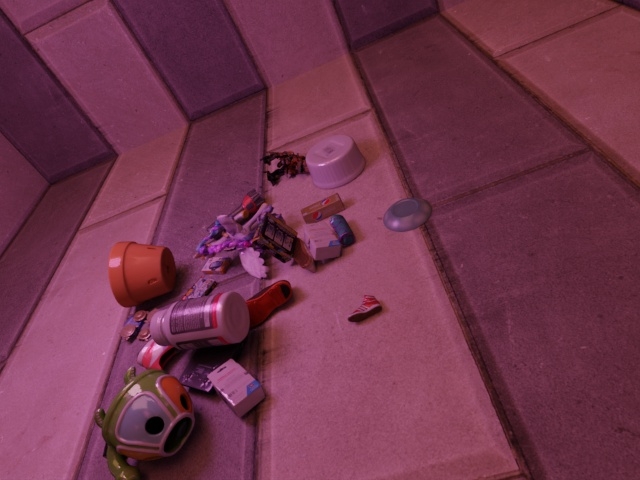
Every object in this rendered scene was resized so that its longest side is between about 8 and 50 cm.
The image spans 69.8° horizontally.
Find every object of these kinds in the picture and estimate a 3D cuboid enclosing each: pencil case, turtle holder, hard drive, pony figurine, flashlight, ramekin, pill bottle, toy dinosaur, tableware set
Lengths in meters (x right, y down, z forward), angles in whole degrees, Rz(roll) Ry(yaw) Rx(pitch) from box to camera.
[{"bbox_3d":[0.085,-0.042,1.837,0.070,0.064,0.151,-15,36,-9],"label":"pencil case"},{"bbox_3d":[-0.532,0.561,1.388,0.228,0.243,0.320,22,49,25],"label":"turtle holder"},{"bbox_3d":[-0.368,0.411,1.605,0.172,0.054,0.254,2,47,33],"label":"hard drive"},{"bbox_3d":[-0.325,-0.018,1.933,0.351,0.302,0.363,2,33,47],"label":"pony figurine"},{"bbox_3d":[-0.410,-0.122,2.217,0.304,0.103,0.103,-38,59,-6],"label":"flashlight"},{"bbox_3d":[0.064,-0.384,2.186,0.277,0.135,0.277,-17,39,14],"label":"ramekin"},{"bbox_3d":[-0.423,0.286,1.593,0.319,0.176,0.176,-12,40,20],"label":"pill bottle"},{"bbox_3d":[-0.184,-0.397,2.386,0.219,0.164,0.322,-27,16,-22],"label":"toy dinosaur"},{"bbox_3d":[-0.748,0.349,1.918,0.141,0.020,0.168,6,48,21],"label":"tableware set"}]

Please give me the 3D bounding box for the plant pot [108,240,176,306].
[{"bbox_3d":[-0.763,0.139,2.009,0.204,0.290,0.290,-6,40,0],"label":"plant pot"}]

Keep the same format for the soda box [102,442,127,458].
[{"bbox_3d":[-0.666,0.639,1.523,0.053,0.060,0.168,-24,38,7],"label":"soda box"}]

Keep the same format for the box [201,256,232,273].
[{"bbox_3d":[-0.465,0.111,2.034,0.136,0.028,0.081,-1,45,28],"label":"box"}]

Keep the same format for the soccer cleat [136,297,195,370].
[{"bbox_3d":[-0.554,0.362,1.757,0.117,0.108,0.318,21,55,21],"label":"soccer cleat"}]

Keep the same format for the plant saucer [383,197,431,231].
[{"bbox_3d":[0.333,-0.113,1.788,0.195,0.037,0.194,-17,39,15],"label":"plant saucer"}]

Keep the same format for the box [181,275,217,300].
[{"bbox_3d":[-0.514,0.217,1.942,0.094,0.027,0.137,11,52,38],"label":"box"}]

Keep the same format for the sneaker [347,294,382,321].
[{"bbox_3d":[0.137,0.223,1.516,0.119,0.042,0.067,-22,41,-4],"label":"sneaker"}]

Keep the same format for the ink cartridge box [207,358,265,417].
[{"bbox_3d":[-0.270,0.465,1.460,0.104,0.060,0.180,-33,36,-28],"label":"ink cartridge box"}]

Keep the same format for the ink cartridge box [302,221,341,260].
[{"bbox_3d":[0.000,0.000,1.815,0.105,0.061,0.181,-7,34,-18],"label":"ink cartridge box"}]

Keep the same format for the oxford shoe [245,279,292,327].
[{"bbox_3d":[-0.222,0.239,1.706,0.271,0.096,0.098,-31,10,0],"label":"oxford shoe"}]

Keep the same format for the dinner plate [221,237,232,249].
[{"bbox_3d":[-0.406,-0.003,2.137,0.141,0.017,0.141,-18,38,14],"label":"dinner plate"}]

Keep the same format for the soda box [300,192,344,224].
[{"bbox_3d":[0.009,-0.135,1.992,0.181,0.061,0.058,-24,37,6],"label":"soda box"}]

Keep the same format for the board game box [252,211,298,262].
[{"bbox_3d":[-0.178,-0.012,1.822,0.048,0.170,0.141,-25,40,39],"label":"board game box"}]

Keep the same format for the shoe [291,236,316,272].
[{"bbox_3d":[-0.072,0.059,1.833,0.076,0.058,0.219,-48,33,9],"label":"shoe"}]

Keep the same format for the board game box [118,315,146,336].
[{"bbox_3d":[-0.801,0.365,1.955,0.090,0.020,0.090,-3,43,29],"label":"board game box"}]
